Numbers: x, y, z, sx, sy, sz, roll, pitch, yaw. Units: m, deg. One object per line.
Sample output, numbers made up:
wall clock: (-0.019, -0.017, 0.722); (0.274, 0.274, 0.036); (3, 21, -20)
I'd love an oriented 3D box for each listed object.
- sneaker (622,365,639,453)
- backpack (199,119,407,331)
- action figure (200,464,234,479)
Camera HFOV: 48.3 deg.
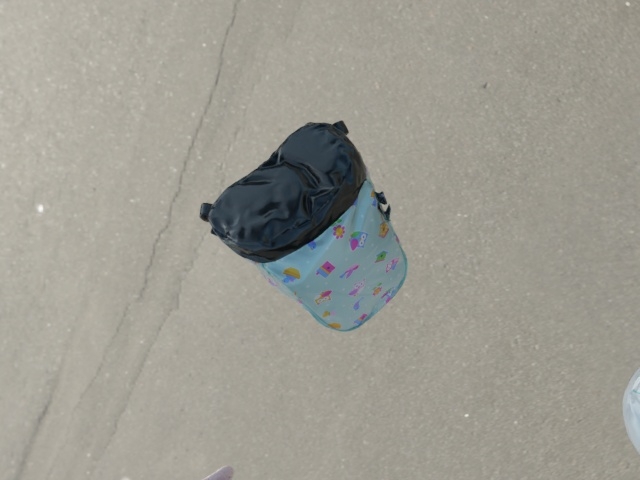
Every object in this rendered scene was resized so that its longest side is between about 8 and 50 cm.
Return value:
sneaker: (0.210, 0.081, 0.388); (0.061, 0.054, 0.152); (-97, 10, -53)
backpack: (0.000, 0.000, 0.643); (0.152, 0.182, 0.115); (-35, 53, 1)
action figure: (-0.169, 0.312, 0.725); (0.248, 0.370, 0.275); (-51, 43, 14)
